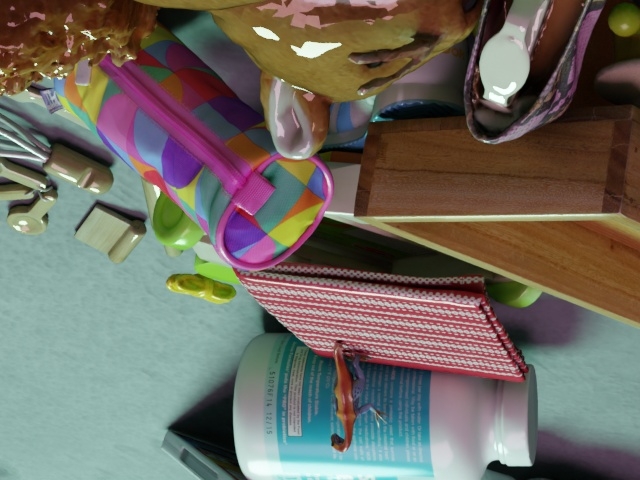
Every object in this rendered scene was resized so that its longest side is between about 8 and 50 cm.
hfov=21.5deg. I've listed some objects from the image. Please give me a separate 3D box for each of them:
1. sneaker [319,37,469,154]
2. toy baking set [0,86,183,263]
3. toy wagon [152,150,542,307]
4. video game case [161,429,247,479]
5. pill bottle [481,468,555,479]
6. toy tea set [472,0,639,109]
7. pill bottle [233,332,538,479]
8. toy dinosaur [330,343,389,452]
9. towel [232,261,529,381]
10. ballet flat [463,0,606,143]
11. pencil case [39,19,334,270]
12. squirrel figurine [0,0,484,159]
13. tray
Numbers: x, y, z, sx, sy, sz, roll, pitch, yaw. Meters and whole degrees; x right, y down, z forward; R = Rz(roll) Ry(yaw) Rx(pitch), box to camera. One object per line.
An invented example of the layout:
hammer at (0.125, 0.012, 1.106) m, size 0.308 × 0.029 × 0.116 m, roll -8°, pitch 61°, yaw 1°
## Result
sneaker at (0.051, -0.108, 1.198) m, size 0.087 × 0.092 × 0.229 m, roll 7°, pitch 169°, yaw -17°
toy baking set at (-0.210, -0.053, 1.387) m, size 0.197 × 0.030 × 0.256 m, roll 7°, pitch 147°, yaw 3°
toy wagon at (0.000, 0.000, 1.333) m, size 0.267 × 0.068 × 0.344 m, roll 18°, pitch 163°, yaw -38°
video game case at (-0.033, 0.258, 1.691) m, size 0.204 × 0.025 × 0.285 m, roll 22°, pitch 178°, yaw -20°
pill bottle at (0.265, 0.342, 1.760) m, size 0.283 × 0.161 × 0.161 m, roll 21°, pitch 145°, yaw -17°
toy tea set at (0.271, -0.110, 1.118) m, size 0.336 × 0.124 × 0.200 m, roll 16°, pitch 164°, yaw -35°
pill bottle at (0.062, 0.157, 1.538) m, size 0.264 × 0.146 × 0.146 m, roll 0°, pitch 146°, yaw 14°
toy dinosaur at (0.017, 0.138, 1.441) m, size 0.047 × 0.082 × 0.090 m, roll 1°, pitch 162°, yaw 35°
towel at (0.057, 0.063, 1.355) m, size 0.199 × 0.031 × 0.275 m, roll 6°, pitch 165°, yaw 15°
ballet flat at (0.122, -0.145, 0.919) m, size 0.077 × 0.079 × 0.221 m, roll 22°, pitch 127°, yaw 14°
pencil case at (-0.095, -0.077, 1.156) m, size 0.236 × 0.104 × 0.104 m, roll 40°, pitch 165°, yaw 35°
squirrel figurine at (-0.100, -0.207, 0.976) m, size 0.397 × 0.281 × 0.370 m, roll -1°, pitch 159°, yaw 40°
tray at (0.234, 0.000, 1.171) m, size 0.203 × 0.076 × 0.411 m, roll 0°, pitch 166°, yaw 42°
